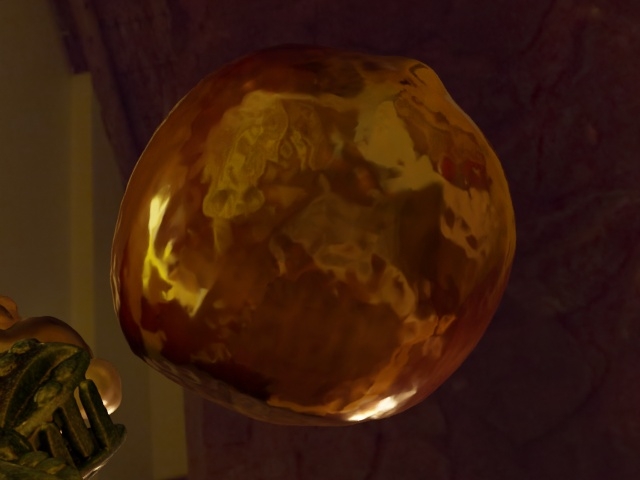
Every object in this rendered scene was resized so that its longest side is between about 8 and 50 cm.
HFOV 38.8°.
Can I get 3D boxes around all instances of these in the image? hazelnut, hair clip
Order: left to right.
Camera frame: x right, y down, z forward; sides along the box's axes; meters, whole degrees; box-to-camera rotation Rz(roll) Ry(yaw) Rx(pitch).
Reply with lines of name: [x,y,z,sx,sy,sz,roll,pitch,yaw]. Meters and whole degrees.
hair clip: [-0.274,0.206,0.741,0.206,0.310,0.195,-22,-72,-5]
hazelnut: [0.000,0.000,0.942,0.420,0.353,0.421,-1,-58,-2]

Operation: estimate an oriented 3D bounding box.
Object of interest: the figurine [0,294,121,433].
figurine: [-0.405,0.101,1.085,0.206,0.365,0.218,-21,-22,-29]
